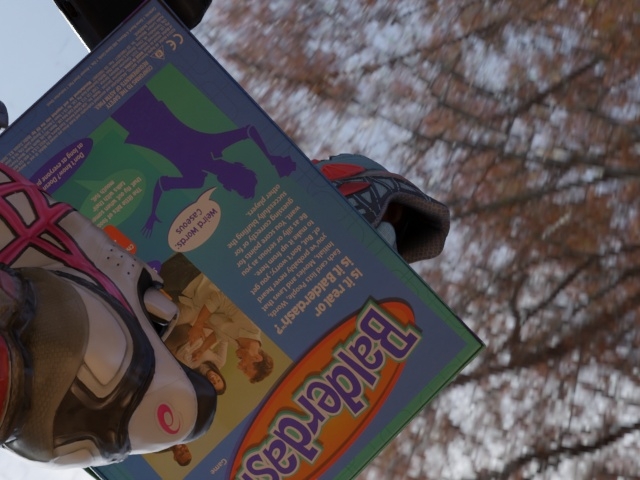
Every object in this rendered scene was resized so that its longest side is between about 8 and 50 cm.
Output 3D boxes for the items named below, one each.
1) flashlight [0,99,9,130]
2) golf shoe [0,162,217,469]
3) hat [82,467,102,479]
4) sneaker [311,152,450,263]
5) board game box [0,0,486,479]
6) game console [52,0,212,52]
[{"bbox_3d":[-0.348,-0.091,0.940,0.304,0.103,0.103,16,-73,-38],"label":"flashlight"},{"bbox_3d":[-0.091,0.021,0.476,0.086,0.186,0.067,12,-73,-24],"label":"golf shoe"},{"bbox_3d":[-0.106,0.068,1.121,0.208,0.173,0.183,44,-74,6],"label":"hat"},{"bbox_3d":[0.000,0.000,1.150,0.125,0.262,0.104,23,-57,37],"label":"sneaker"},{"bbox_3d":[-0.058,0.026,0.653,0.160,0.047,0.210,-44,-86,-10],"label":"board game box"},{"bbox_3d":[-0.188,-0.241,0.870,0.044,0.213,0.361,13,-35,50],"label":"game console"}]
